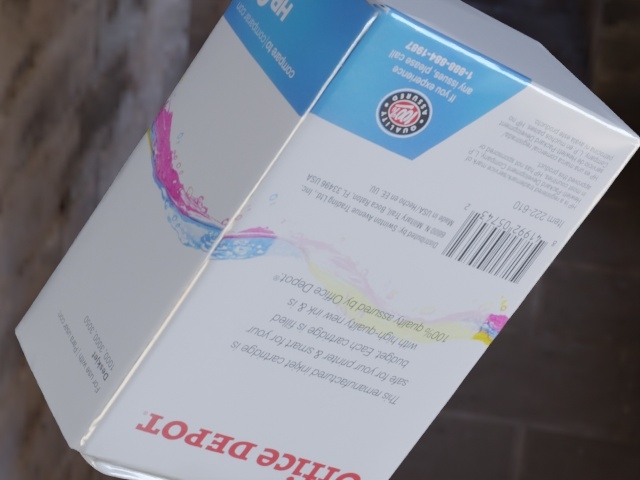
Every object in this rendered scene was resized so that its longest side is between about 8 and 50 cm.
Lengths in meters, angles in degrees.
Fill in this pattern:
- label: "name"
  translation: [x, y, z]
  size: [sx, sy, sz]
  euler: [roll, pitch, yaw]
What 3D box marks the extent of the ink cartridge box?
- label: "ink cartridge box"
  translation: [0.000, 0.000, 0.456]
  size: [0.088, 0.122, 0.052]
  euler: [22, 20, -39]
